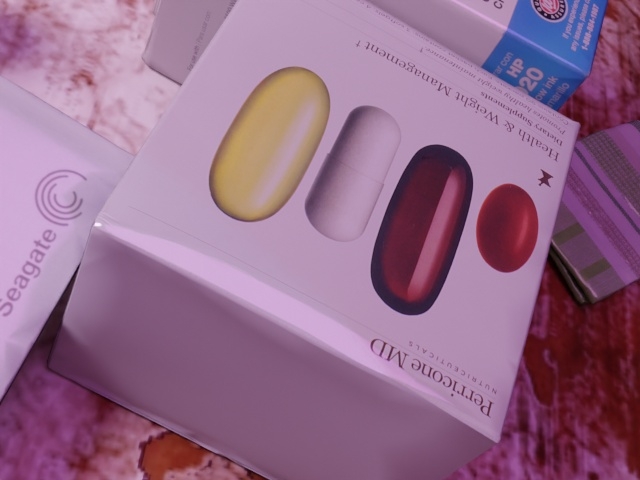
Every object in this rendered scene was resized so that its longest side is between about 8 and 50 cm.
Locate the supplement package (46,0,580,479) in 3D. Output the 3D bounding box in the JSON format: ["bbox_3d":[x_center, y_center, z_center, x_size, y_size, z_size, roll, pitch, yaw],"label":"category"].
[{"bbox_3d":[0.000,0.000,0.489,0.194,0.149,0.203,28,53,-6],"label":"supplement package"}]

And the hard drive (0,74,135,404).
[{"bbox_3d":[-0.284,-0.030,0.389,0.353,0.047,0.233,32,65,-16],"label":"hard drive"}]

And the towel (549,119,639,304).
[{"bbox_3d":[0.210,-0.023,0.675,0.152,0.023,0.113,-22,69,-29],"label":"towel"}]

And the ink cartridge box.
[{"bbox_3d":[0.038,-0.160,0.587,0.233,0.168,0.171,27,55,-5],"label":"ink cartridge box"}]
